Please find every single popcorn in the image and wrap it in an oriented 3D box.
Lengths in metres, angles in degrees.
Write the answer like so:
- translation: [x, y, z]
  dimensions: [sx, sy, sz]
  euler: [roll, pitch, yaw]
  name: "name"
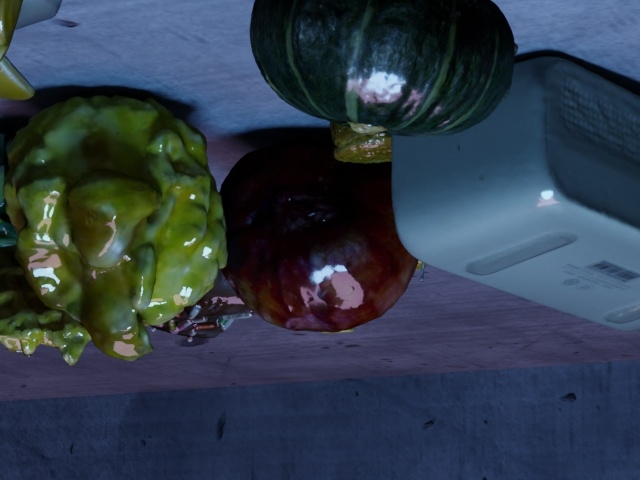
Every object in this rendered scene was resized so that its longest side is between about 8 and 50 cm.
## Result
- translation: [-0.203, -0.012, 1.838]
  dimensions: [0.205, 0.251, 0.237]
  euler: [-11, 149, 13]
  name: "popcorn"

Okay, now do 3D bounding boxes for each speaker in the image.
- translation: [0.270, -0.040, 1.838]
  dimensions: [0.406, 0.183, 0.184]
  euler: [19, 153, -41]
  name: "speaker"

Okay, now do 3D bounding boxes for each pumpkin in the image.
- translation: [0.049, -0.157, 1.443]
  dimensions: [0.211, 0.152, 0.211]
  euler: [5, -175, 0]
  name: "pumpkin"

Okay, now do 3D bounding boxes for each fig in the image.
- translation: [-0.001, -0.007, 1.969]
  dimensions: [0.224, 0.224, 0.263]
  euler: [0, -168, 3]
  name: "fig"

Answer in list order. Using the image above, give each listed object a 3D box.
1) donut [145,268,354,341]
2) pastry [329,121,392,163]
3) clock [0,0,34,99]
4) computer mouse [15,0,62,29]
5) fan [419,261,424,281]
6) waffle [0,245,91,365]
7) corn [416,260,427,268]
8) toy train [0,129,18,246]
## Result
- translation: [-0.104, 0.050, 2.404]
  dimensions: [0.345, 0.136, 0.259]
  euler: [-6, 169, 21]
  name: "donut"
- translation: [0.057, -0.111, 1.857]
  dimensions: [0.097, 0.057, 0.109]
  euler: [-2, 170, -15]
  name: "pastry"
- translation: [-0.349, -0.172, 1.255]
  dimensions: [0.286, 0.117, 0.348]
  euler: [-7, 146, 27]
  name: "clock"
- translation: [-0.352, -0.192, 1.437]
  dimensions: [0.331, 0.095, 0.197]
  euler: [-6, 161, 26]
  name: "computer mouse"
- translation: [0.110, -0.043, 1.890]
  dimensions: [0.005, 0.175, 0.113]
  euler: [6, -169, 7]
  name: "fan"
- translation: [-0.307, 0.029, 1.998]
  dimensions: [0.281, 0.058, 0.300]
  euler: [-22, -139, -40]
  name: "waffle"
- translation: [0.133, -0.035, 2.083]
  dimensions: [0.102, 0.102, 0.313]
  euler: [4, 167, -15]
  name: "corn"
- translation: [-0.389, -0.055, 1.944]
  dimensions: [0.200, 0.132, 0.083]
  euler: [-7, 166, 29]
  name: "toy train"
